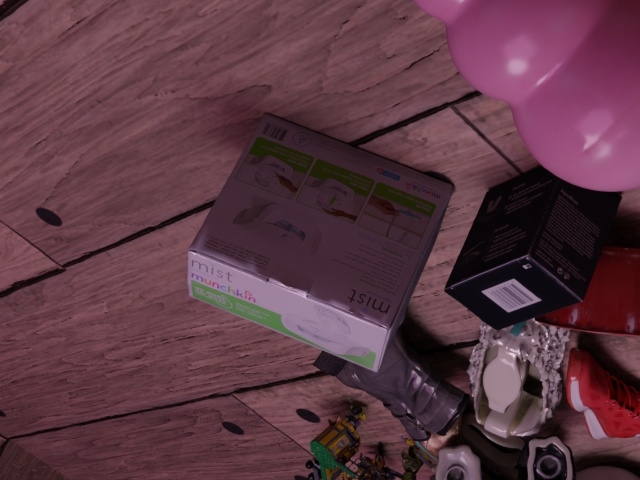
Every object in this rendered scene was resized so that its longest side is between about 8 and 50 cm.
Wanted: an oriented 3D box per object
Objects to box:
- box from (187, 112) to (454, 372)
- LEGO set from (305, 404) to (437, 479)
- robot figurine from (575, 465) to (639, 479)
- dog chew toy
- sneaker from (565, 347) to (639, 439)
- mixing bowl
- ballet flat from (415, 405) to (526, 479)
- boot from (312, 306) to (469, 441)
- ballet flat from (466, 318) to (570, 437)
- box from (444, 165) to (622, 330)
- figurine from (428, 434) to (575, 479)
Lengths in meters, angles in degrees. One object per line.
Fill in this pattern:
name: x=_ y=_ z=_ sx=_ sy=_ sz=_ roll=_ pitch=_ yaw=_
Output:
box: x=0.000 y=0.000 z=1.616 sx=0.261 sy=0.231 sz=0.127 roll=21 pitch=150 yaw=7
LEGO set: x=0.152 y=0.407 z=2.219 sx=0.331 sy=0.192 sz=0.255 roll=23 pitch=140 yaw=41
robot figurine: x=0.482 y=0.487 z=2.035 sx=0.353 sy=0.200 sz=0.300 roll=40 pitch=140 yaw=-23
dog chew toy: x=0.212 y=-0.198 z=1.193 sx=0.332 sy=0.207 sz=0.206 roll=39 pitch=149 yaw=-6
sneaker: x=0.420 y=0.210 z=1.792 sx=0.128 sy=0.087 sz=0.221 roll=-1 pitch=153 yaw=25
mixing bowl: x=0.346 y=0.054 z=1.534 sx=0.181 sy=0.098 sz=0.181 roll=3 pitch=-177 yaw=0
ballet flat: x=0.296 y=0.366 z=2.106 sx=0.124 sy=0.116 sz=0.342 roll=-31 pitch=116 yaw=35
boot: x=0.129 y=0.178 z=1.890 sx=0.222 sy=0.118 sz=0.338 roll=37 pitch=162 yaw=2
ballet flat: x=0.262 y=0.194 z=1.819 sx=0.147 sy=0.147 sz=0.409 roll=16 pitch=149 yaw=17
box: x=0.245 y=0.003 z=1.503 sx=0.093 sy=0.158 sz=0.156 roll=37 pitch=149 yaw=-17
figurine: x=0.265 y=0.338 z=1.941 sx=0.214 sy=0.092 sz=0.209 roll=-7 pitch=174 yaw=6
